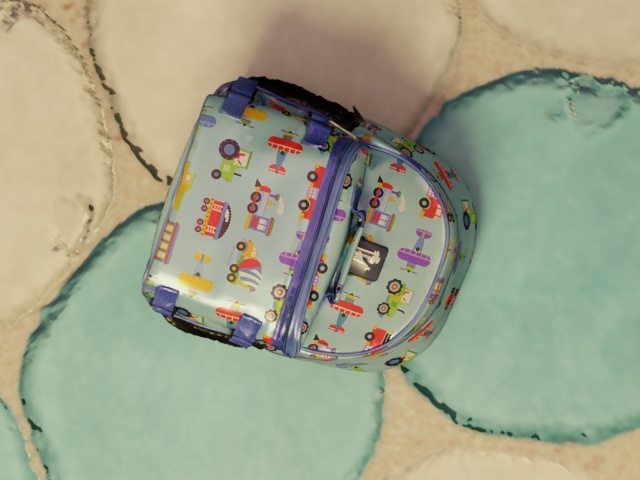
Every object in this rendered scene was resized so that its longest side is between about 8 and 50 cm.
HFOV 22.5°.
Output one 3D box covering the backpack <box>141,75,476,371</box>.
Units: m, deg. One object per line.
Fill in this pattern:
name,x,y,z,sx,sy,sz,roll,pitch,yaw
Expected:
backpack,0.000,0.000,0.923,0.173,0.117,0.158,23,95,2
